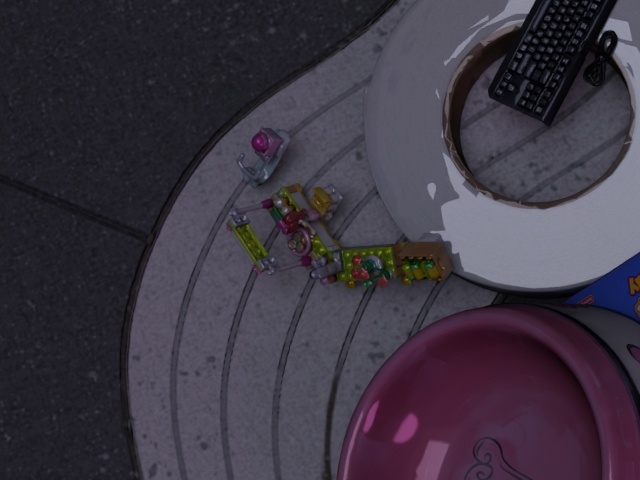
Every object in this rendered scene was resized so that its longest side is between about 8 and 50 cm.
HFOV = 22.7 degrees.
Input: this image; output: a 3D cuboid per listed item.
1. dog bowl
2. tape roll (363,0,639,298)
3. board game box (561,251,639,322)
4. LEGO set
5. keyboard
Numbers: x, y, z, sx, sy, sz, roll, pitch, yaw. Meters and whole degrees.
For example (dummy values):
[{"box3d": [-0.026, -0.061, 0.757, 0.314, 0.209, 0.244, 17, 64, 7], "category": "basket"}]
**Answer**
[{"box3d": [0.184, 0.245, 1.557, 0.408, 0.150, 0.408, -18, 63, 40], "category": "dog bowl"}, {"box3d": [0.240, -0.131, 1.735, 0.392, 0.072, 0.392, -2, 81, 14], "category": "tape roll"}, {"box3d": [0.408, 0.090, 1.546, 0.347, 0.078, 0.233, -40, 69, 47], "category": "board game box"}, {"box3d": [0.000, 0.000, 1.730, 0.287, 0.107, 0.132, 37, 123, 30], "category": "LEGO set"}, {"box3d": [0.262, -0.212, 1.693, 0.108, 0.023, 0.180, 28, 90, 18], "category": "keyboard"}]
